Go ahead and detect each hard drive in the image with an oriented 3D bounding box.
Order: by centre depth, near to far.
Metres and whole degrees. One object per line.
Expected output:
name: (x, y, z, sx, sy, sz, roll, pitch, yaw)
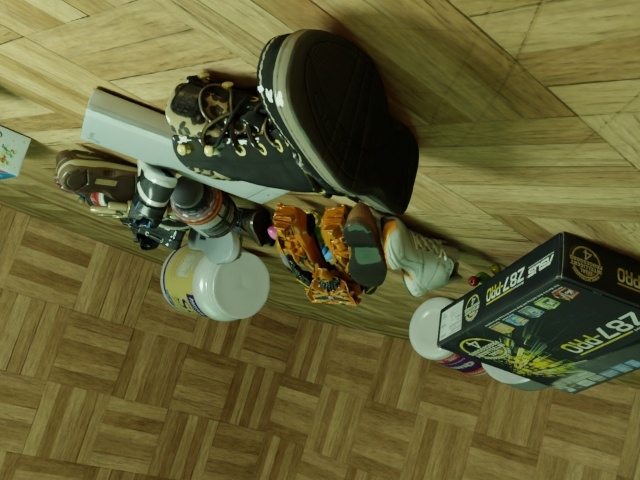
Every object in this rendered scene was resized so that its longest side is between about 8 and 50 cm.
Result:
hard drive: (-0.231, -0.152, 1.374, 0.353, 0.047, 0.233, 20, 170, -17)

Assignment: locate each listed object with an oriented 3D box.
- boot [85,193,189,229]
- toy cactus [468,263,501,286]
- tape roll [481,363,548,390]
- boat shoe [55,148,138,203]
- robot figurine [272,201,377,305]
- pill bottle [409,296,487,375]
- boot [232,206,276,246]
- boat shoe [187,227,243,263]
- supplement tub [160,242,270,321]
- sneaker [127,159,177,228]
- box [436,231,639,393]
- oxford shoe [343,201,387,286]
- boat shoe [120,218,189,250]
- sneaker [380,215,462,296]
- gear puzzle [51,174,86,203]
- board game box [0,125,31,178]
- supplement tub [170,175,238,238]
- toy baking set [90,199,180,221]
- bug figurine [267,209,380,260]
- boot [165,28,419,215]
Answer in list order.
boot: (-0.440, -0.084, 1.948, 0.244, 0.088, 0.176, 16, 172, -30)
toy cactus: (0.418, 0.100, 1.598, 0.219, 0.112, 0.180, 10, -173, 24)
tape roll: (0.452, 0.216, 1.754, 0.072, 0.219, 0.219, 25, 167, -38)
boat shoe: (-0.453, -0.146, 1.731, 0.257, 0.095, 0.095, 17, -150, -48)
robot figurine: (0.009, 0.038, 1.619, 0.211, 0.085, 0.291, 3, 142, 21)
pill bottle: (0.415, 0.289, 2.327, 0.181, 0.181, 0.323, 7, 166, 46)
boot: (-0.168, -0.032, 1.827, 0.106, 0.082, 0.219, 12, 171, 10)
boat shoe: (-0.260, 0.012, 2.140, 0.105, 0.113, 0.306, 15, 175, -28)
supplement tub: (-0.333, 0.129, 2.521, 0.241, 0.241, 0.331, 24, 168, -35)
sneaker: (-0.329, -0.089, 1.517, 0.079, 0.121, 0.217, 21, -171, -16)
box: (0.440, 0.145, 1.424, 0.318, 0.097, 0.395, 19, 150, -15)
oxford shoe: (0.090, 0.011, 1.499, 0.076, 0.076, 0.212, 4, 141, 12)
boat shoe: (-0.476, -0.026, 2.246, 0.127, 0.113, 0.340, 9, 178, -44)
sneaker: (0.198, 0.018, 1.531, 0.121, 0.099, 0.262, -15, 150, 18)
gear puzzle: (-0.562, -0.109, 2.163, 0.339, 0.044, 0.175, 11, 169, 29)
board game box: (-0.832, -0.236, 1.780, 0.303, 0.097, 0.224, 22, 169, -31)
supplement tub: (-0.245, -0.075, 1.654, 0.106, 0.106, 0.198, 15, 169, 13)
toy baking set: (-0.378, -0.063, 1.764, 0.256, 0.030, 0.197, 5, 177, -19)
bug figurine: (0.000, 0.000, 1.750, 0.216, 0.072, 0.279, 22, 169, -24)
boot: (-0.059, -0.137, 0.940, 0.284, 0.138, 0.377, 12, 175, 24)
